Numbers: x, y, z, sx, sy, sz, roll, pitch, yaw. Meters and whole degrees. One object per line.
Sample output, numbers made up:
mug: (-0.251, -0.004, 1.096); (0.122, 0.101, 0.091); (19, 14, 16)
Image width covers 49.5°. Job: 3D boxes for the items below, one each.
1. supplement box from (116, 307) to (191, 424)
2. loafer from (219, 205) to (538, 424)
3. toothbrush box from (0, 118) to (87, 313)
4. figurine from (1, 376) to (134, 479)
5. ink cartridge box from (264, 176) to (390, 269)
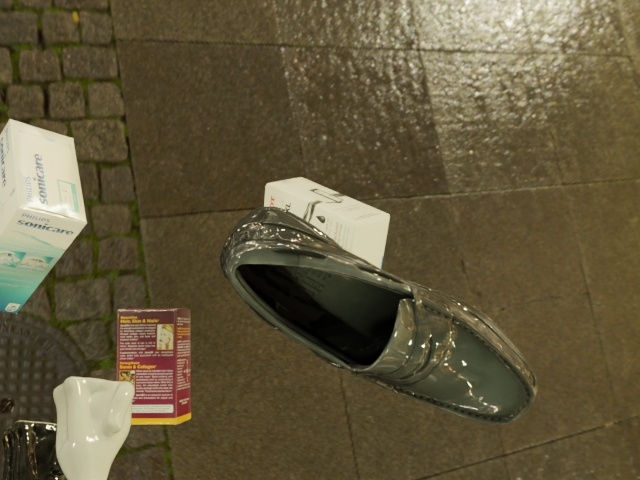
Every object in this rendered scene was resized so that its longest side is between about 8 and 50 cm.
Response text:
supplement box: (-0.277, 0.208, 1.160); (0.104, 0.081, 0.188); (-2, 82, 7)
loafer: (0.038, 0.058, 0.424); (0.223, 0.078, 0.076); (30, 109, -10)
toothbrush box: (-0.566, -0.038, 1.282); (0.126, 0.295, 0.216); (15, 42, -42)
figurine: (-0.298, 0.292, 0.806); (0.092, 0.215, 0.209); (26, 39, -38)
ink cartridge box: (0.000, 0.000, 1.108); (0.086, 0.203, 0.148); (-15, 120, -43)
